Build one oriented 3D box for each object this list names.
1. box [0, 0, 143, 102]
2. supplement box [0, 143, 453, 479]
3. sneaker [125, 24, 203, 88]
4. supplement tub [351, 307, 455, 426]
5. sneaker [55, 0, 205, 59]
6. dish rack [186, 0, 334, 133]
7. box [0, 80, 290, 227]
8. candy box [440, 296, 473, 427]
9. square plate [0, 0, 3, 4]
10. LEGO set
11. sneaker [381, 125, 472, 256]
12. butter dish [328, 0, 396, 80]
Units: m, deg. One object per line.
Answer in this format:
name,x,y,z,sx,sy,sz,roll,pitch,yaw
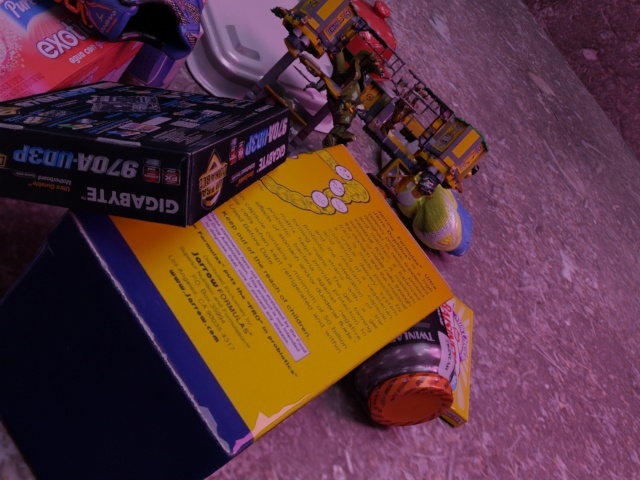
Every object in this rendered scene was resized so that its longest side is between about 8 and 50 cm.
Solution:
box,-0.289,-0.161,0.689,0.142,0.154,0.300,41,35,-10
supplement box,-0.074,0.066,0.667,0.195,0.194,0.356,55,34,9
sneaker,-0.293,-0.295,0.861,0.315,0.127,0.182,51,37,16
supplement tub,0.086,0.106,0.878,0.117,0.117,0.190,22,41,-34
sneaker,-0.189,-0.219,0.654,0.221,0.083,0.087,9,58,-39
dish rack,-0.093,-0.327,1.154,0.285,0.072,0.332,11,50,-44
box,-0.134,-0.074,0.568,0.175,0.051,0.220,9,19,11
candy box,0.155,0.136,1.009,0.105,0.027,0.206,40,34,-17
square plate,-0.417,-0.260,0.547,0.344,0.049,0.347,-14,59,-8
LEGO set,0.024,-0.134,0.953,0.331,0.192,0.255,44,-3,-16
sneaker,0.169,-0.068,1.197,0.126,0.091,0.240,40,29,-46
butter dish,0.073,-0.367,1.336,0.160,0.118,0.160,-16,69,-53
